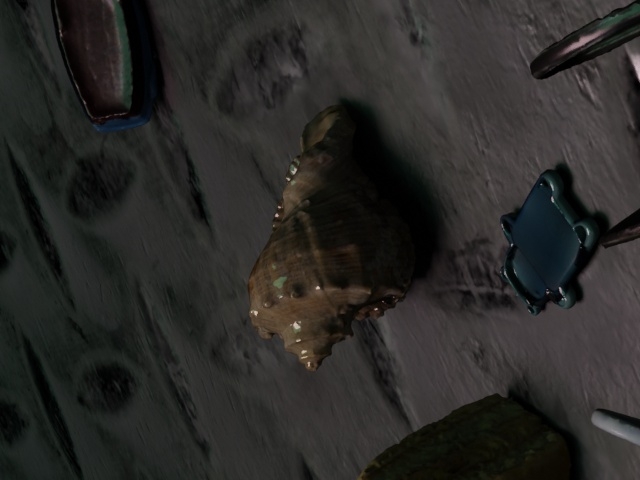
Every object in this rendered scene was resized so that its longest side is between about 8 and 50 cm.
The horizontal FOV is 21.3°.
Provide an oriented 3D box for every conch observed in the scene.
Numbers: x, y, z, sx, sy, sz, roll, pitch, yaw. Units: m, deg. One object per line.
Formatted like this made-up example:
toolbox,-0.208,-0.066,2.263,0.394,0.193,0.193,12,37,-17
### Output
conch,0.000,0.000,1.500,0.178,0.163,0.245,-17,65,46

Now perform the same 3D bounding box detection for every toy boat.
toy boat,-0.231,-0.227,1.809,0.097,0.100,0.223,-58,-44,-81

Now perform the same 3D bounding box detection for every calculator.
calculator,0.176,0.007,1.332,0.094,0.019,0.141,56,151,22

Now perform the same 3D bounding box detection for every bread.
bread,0.115,0.228,1.409,0.102,0.196,0.138,29,129,45

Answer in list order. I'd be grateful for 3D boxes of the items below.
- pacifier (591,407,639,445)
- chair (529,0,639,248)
pacifier,0.307,0.115,1.066,0.279,0.227,0.207,-161,86,-77
chair,0.182,-0.220,0.950,0.226,0.226,0.401,-29,83,62
